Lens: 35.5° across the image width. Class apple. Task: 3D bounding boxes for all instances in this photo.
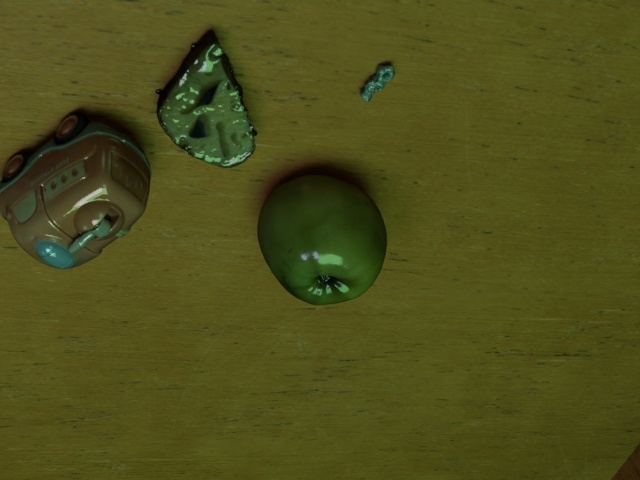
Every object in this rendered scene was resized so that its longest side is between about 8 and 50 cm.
[{"bbox_3d":[0.000,0.000,1.988,0.262,0.262,0.262,-8,135,-8],"label":"apple"}]

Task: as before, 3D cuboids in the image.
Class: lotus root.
[{"bbox_3d":[-0.209,-0.238,1.805,0.170,0.074,0.260,-20,135,9],"label":"lotus root"}]

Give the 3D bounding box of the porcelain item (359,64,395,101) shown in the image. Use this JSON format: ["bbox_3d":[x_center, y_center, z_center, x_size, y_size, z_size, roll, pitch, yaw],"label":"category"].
[{"bbox_3d":[0.108,-0.296,1.862,0.036,0.028,0.083,25,122,-31],"label":"porcelain item"}]

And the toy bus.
[{"bbox_3d":[-0.438,-0.067,1.803,0.288,0.232,0.194,-32,136,15],"label":"toy bus"}]
